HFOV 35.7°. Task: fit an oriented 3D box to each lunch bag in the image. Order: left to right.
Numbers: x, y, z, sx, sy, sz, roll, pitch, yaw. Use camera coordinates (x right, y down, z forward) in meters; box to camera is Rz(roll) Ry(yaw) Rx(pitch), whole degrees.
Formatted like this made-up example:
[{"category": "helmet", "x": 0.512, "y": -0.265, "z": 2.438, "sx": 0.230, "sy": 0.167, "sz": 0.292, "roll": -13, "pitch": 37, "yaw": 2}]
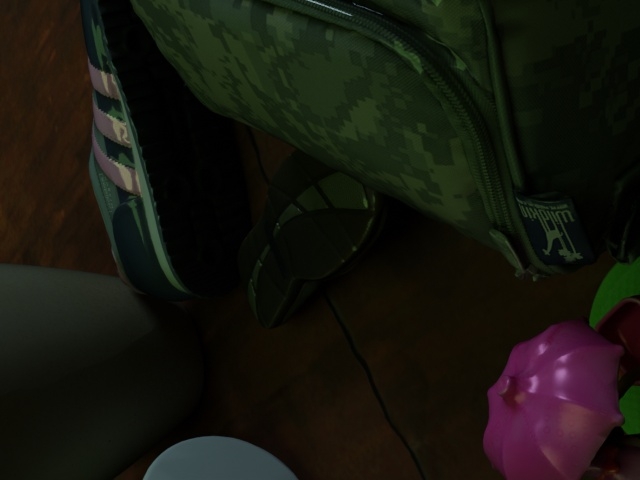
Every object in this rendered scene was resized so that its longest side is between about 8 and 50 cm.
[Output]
[{"category": "lunch bag", "x": 0.043, "y": -0.143, "z": 0.498, "sx": 0.305, "sy": 0.213, "sz": 0.256, "roll": 29, "pitch": 136, "yaw": 42}]

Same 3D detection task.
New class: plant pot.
[{"category": "plant pot", "x": -0.244, "y": 0.124, "z": 0.820, "sx": 0.257, "sy": 0.274, "sz": 0.256, "roll": 13, "pitch": 108, "yaw": 46}]

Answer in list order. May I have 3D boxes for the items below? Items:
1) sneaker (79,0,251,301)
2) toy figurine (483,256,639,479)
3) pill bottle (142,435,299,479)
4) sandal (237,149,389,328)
[{"category": "sneaker", "x": -0.151, "y": -0.106, "z": 0.786, "sx": 0.131, "sy": 0.112, "sz": 0.318, "roll": -7, "pitch": 92, "yaw": 46}, {"category": "toy figurine", "x": 0.149, "y": 0.088, "z": 0.452, "sx": 0.173, "sy": 0.159, "sz": 0.130, "roll": 56, "pitch": 134, "yaw": 23}, {"category": "pill bottle", "x": -0.114, "y": 0.298, "z": 0.799, "sx": 0.160, "sy": 0.160, "sz": 0.283, "roll": 49, "pitch": 130, "yaw": 30}, {"category": "sandal", "x": 0.000, "y": 0.000, "z": 0.687, "sx": 0.090, "sy": 0.060, "sz": 0.219, "roll": 68, "pitch": 153, "yaw": 21}]
